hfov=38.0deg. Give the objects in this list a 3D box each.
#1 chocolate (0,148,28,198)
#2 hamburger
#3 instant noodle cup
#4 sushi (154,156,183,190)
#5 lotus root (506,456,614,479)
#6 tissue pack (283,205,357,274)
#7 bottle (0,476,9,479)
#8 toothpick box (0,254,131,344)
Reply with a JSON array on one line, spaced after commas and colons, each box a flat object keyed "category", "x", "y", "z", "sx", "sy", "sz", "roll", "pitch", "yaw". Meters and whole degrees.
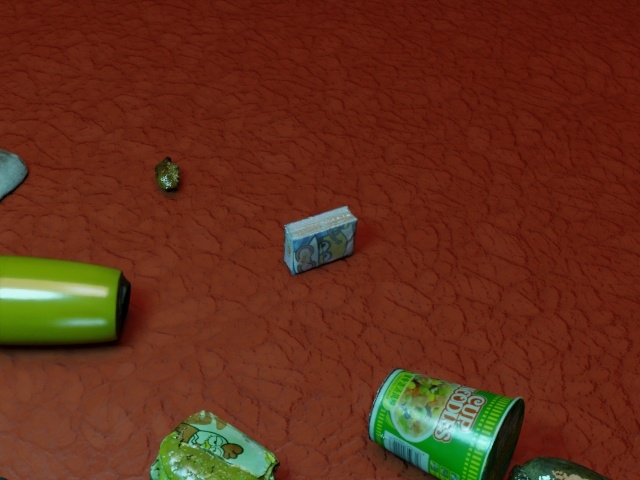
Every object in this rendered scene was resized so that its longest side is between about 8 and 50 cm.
[{"category": "chocolate", "x": -0.845, "y": -0.186, "z": 2.157, "sx": 0.303, "sy": 0.100, "sz": 0.185, "roll": 23, "pitch": 44, "yaw": 14}, {"category": "hamburger", "x": -0.193, "y": 0.406, "z": 1.581, "sx": 0.214, "sy": 0.125, "sz": 0.235, "roll": 25, "pitch": 33, "yaw": 33}, {"category": "instant noodle cup", "x": 0.217, "y": 0.338, "z": 1.654, "sx": 0.232, "sy": 0.207, "sz": 0.207, "roll": 18, "pitch": 46, "yaw": 25}, {"category": "sushi", "x": -0.354, "y": -0.157, "z": 2.183, "sx": 0.060, "sy": 0.061, "sz": 0.118, "roll": -27, "pitch": 55, "yaw": 6}, {"category": "lotus root", "x": 0.441, "y": 0.462, "z": 1.559, "sx": 0.274, "sy": 0.160, "sz": 0.152, "roll": 18, "pitch": 70, "yaw": 15}, {"category": "tissue pack", "x": 0.000, "y": 0.000, "z": 2.016, "sx": 0.155, "sy": 0.116, "sz": 0.065, "roll": -20, "pitch": 50, "yaw": -21}, {"category": "bottle", "x": -0.531, "y": 0.502, "z": 1.490, "sx": 0.096, "sy": 0.079, "sz": 0.254, "roll": 9, "pitch": 40, "yaw": -31}, {"category": "toothpick box", "x": -0.513, "y": 0.121, "z": 1.817, "sx": 0.271, "sy": 0.175, "sz": 0.175, "roll": 3, "pitch": 45, "yaw": -5}]
